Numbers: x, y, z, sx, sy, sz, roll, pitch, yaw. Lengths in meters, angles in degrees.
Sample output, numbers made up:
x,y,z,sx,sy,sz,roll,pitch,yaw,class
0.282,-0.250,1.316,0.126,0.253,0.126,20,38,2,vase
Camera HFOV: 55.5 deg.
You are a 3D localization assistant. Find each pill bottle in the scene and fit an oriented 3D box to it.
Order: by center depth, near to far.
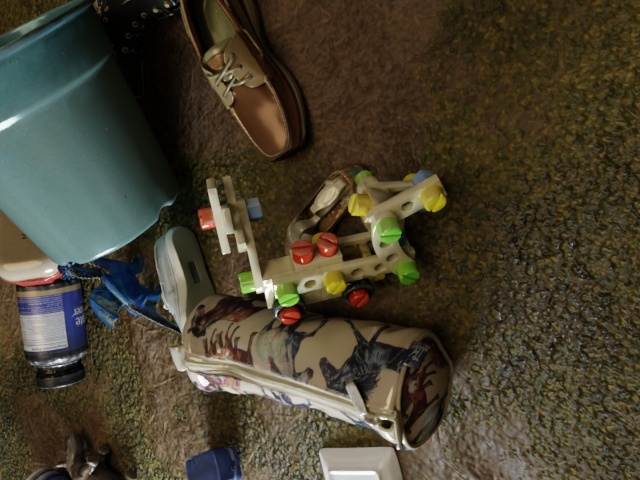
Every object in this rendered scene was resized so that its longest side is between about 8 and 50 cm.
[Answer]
x,y,z,sx,sy,sz,roll,pitch,yaw,class
-0.547,0.184,1.252,0.123,0.123,0.219,-3,96,31,pill bottle
-0.570,0.576,1.333,0.170,0.094,0.094,17,105,27,pill bottle

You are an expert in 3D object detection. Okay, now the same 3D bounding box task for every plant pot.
x,y,z,sx,sy,sz,roll,pitch,yaw,class
-0.420,-0.162,0.979,0.341,0.341,0.334,-8,126,31,plant pot

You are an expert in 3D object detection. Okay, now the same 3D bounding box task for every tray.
x,y,z,sx,sy,sz,roll,pitch,yaw,class
0.081,0.468,0.976,0.145,0.030,0.270,-13,90,32,tray

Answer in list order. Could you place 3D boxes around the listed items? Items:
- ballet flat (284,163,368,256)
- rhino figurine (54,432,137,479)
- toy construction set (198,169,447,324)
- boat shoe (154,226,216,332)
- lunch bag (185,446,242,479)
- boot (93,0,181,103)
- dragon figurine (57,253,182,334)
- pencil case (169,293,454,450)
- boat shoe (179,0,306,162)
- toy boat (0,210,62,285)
x,y,z,sx,sy,sz,roll,pitch,yaw,class
-0.006,-0.039,0.936,0.073,0.067,0.206,47,117,20,ballet flat
-0.482,0.493,1.285,0.243,0.073,0.106,30,108,25,rhino figurine
0.000,0.000,0.830,0.328,0.151,0.215,-2,139,2,toy construction set
-0.246,0.091,1.095,0.081,0.079,0.227,-22,79,38,boat shoe
-0.189,0.416,1.107,0.098,0.065,0.067,-29,66,31,lunch bag
-0.312,-0.371,1.063,0.179,0.085,0.236,-11,93,28,boot
-0.367,0.101,1.122,0.289,0.144,0.085,48,117,16,dragon figurine
-0.022,0.184,0.910,0.411,0.184,0.159,6,100,30,pencil case
-0.135,-0.272,0.950,0.123,0.120,0.323,-31,81,30,boat shoe
-0.556,-0.008,1.227,0.151,0.151,0.230,-7,65,0,toy boat
